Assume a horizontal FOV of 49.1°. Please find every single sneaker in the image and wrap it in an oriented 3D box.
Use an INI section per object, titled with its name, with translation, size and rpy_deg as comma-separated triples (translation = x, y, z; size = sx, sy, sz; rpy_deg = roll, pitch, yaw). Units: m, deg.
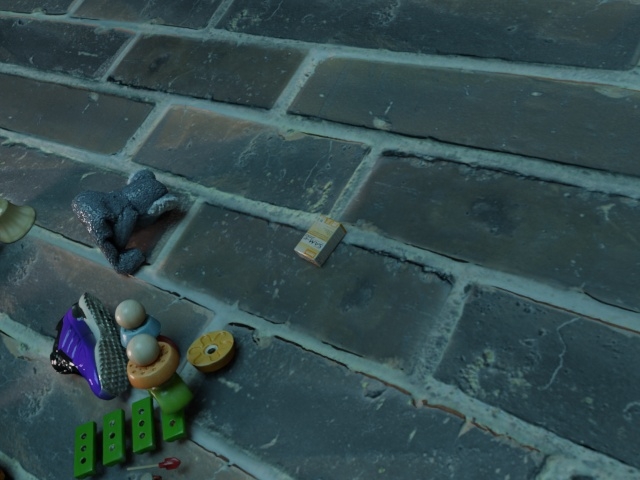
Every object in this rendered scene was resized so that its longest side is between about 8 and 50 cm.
[sneaker]
translation = -0.512, 0.257, 1.526
size = 0.146, 0.102, 0.293
rpy_deg = -38, 44, 3

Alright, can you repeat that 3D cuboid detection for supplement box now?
[supplement box]
translation = 0.000, 0.000, 1.480
size = 0.062, 0.036, 0.098
rpy_deg = 25, 71, 38

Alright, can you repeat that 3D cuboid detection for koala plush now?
[koala plush]
translation = -0.455, -0.073, 1.677
size = 0.221, 0.203, 0.196
rpy_deg = -35, 49, -15

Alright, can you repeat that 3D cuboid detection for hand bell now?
[hand bell]
translation = -0.893, -0.109, 1.872
size = 0.126, 0.242, 0.126
rpy_deg = -13, 52, 18

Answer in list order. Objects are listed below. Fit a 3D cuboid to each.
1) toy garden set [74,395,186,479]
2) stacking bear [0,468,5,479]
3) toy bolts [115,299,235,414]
[toy garden set]
translation = -0.362, 0.420, 1.364
size = 0.244, 0.049, 0.204
rpy_deg = -24, 48, 9
[stacking bear]
translation = -0.718, 0.548, 1.381
size = 0.164, 0.176, 0.289
rpy_deg = 7, 42, -7
[toy bolts]
translation = -0.310, 0.193, 1.395
size = 0.218, 0.159, 0.228
rpy_deg = -37, 35, -25
